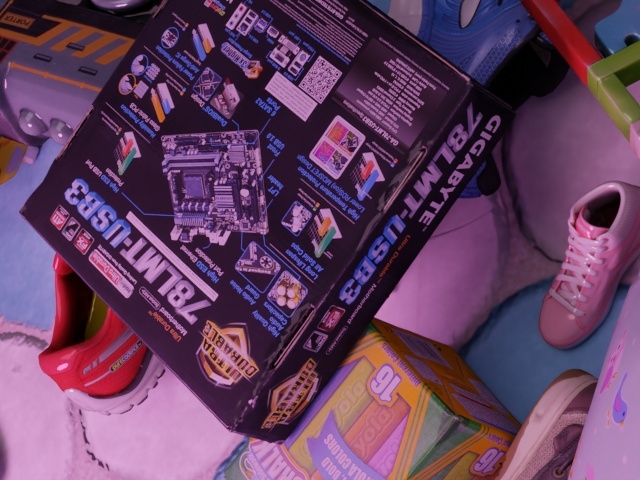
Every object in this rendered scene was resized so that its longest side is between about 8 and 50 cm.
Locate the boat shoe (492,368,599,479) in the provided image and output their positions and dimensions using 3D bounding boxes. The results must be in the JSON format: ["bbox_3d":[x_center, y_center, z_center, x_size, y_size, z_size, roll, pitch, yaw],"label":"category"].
[{"bbox_3d":[0.151,0.198,1.177,0.073,0.080,0.223,24,84,45],"label":"boat shoe"}]

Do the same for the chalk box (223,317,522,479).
[{"bbox_3d":[0.032,0.181,1.242,0.213,0.132,0.132,-53,50,11],"label":"chalk box"}]

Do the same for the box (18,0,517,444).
[{"bbox_3d":[-0.050,-0.054,1.250,0.295,0.073,0.293,41,101,37],"label":"box"}]

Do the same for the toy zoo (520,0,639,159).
[{"bbox_3d":[0.231,-0.212,1.226,0.192,0.030,0.293,-28,61,-7],"label":"toy zoo"}]

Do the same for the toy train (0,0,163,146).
[{"bbox_3d":[-0.180,-0.156,1.481,0.334,0.142,0.190,19,64,32],"label":"toy train"}]

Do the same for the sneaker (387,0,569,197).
[{"bbox_3d":[0.131,-0.175,1.319,0.147,0.130,0.330,12,75,18],"label":"sneaker"}]

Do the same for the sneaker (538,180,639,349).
[{"bbox_3d":[0.188,0.013,1.223,0.051,0.070,0.134,41,101,37],"label":"sneaker"}]

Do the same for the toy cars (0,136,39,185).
[{"bbox_3d":[-0.350,-0.178,1.701,0.176,0.087,0.393,-34,53,18],"label":"toy cars"}]

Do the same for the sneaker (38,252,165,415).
[{"bbox_3d":[-0.166,0.007,1.457,0.107,0.118,0.279,-8,59,36],"label":"sneaker"}]

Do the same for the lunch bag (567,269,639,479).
[{"bbox_3d":[0.232,0.129,1.030,0.262,0.160,0.223,-157,81,-83],"label":"lunch bag"}]
